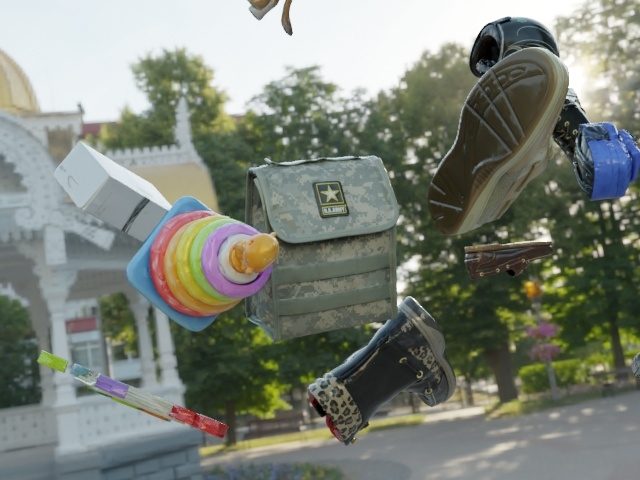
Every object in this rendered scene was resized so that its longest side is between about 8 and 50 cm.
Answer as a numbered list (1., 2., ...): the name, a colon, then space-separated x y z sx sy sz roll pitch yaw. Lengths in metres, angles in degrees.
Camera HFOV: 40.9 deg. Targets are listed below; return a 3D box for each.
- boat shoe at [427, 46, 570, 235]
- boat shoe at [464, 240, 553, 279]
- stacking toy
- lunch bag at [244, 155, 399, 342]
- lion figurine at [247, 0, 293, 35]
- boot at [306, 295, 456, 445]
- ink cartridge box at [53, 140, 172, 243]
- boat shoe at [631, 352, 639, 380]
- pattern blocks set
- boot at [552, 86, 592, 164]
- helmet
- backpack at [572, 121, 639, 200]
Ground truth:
1. boat shoe: 0.230 -0.117 1.052 0.098 0.109 0.302 -9 -33 -24
2. boat shoe: 0.385 0.040 1.751 0.207 0.073 0.073 -6 -6 -20
3. stacking toy: -0.132 0.026 1.213 0.166 0.175 0.302 41 -24 -20
4. lunch bag: 0.000 0.000 1.441 0.235 0.286 0.169 -8 15 -23
5. lion figurine: -0.092 -0.547 1.558 0.240 0.392 0.142 -44 -28 2
6. boot: 0.131 0.302 1.767 0.284 0.138 0.377 -38 -31 -12
7. ink cartridge box: -0.361 -0.078 1.537 0.082 0.139 0.191 -50 -40 3
8. boat shoe: 0.548 0.217 1.364 0.045 0.050 0.135 26 5 -19
9. pattern blocks set: -0.266 0.222 1.219 0.286 0.026 0.325 24 -13 -7
10. boot: 0.469 -0.197 1.628 0.085 0.178 0.236 -35 -8 37
11. helmet: 0.400 -0.363 1.728 0.162 0.169 0.169 5 -13 -20
12. backpack: 0.465 -0.127 1.388 0.101 0.120 0.098 -5 -52 10
